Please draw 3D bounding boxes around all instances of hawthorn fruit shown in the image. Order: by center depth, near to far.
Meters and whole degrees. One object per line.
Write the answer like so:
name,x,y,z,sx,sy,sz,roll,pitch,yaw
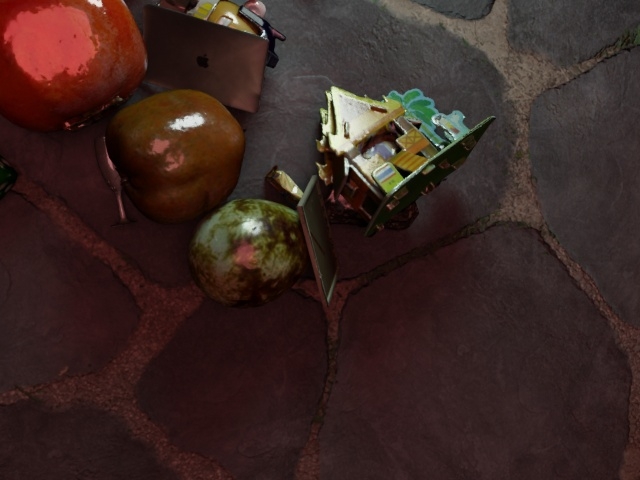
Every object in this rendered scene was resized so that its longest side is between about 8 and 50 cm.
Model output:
hawthorn fruit,-0.282,-0.187,1.426,0.301,0.268,0.268,-30,101,-19

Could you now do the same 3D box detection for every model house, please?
model house,0.156,-0.244,1.516,0.357,0.242,0.313,-36,80,-20

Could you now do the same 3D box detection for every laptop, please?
laptop,-0.247,-0.380,1.440,0.269,0.015,0.188,17,135,1

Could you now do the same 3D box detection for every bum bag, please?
bum bag,0.114,-0.078,1.618,0.248,0.069,0.102,2,130,-13

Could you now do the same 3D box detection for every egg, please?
egg,-0.147,0.026,1.491,0.289,0.238,0.238,-10,98,-29

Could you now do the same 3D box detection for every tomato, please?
tomato,-0.513,-0.367,1.343,0.325,0.293,0.290,-27,100,-3

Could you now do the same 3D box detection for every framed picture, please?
framed picture,0.000,0.000,1.525,0.016,0.184,0.250,-8,115,15

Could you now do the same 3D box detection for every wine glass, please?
wine glass,-0.453,-0.132,1.497,0.066,0.066,0.198,-12,99,-10

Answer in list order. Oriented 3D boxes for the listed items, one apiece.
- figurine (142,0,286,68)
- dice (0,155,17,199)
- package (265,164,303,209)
figurine,-0.216,-0.459,1.468,0.308,0.143,0.308,7,135,7
dice,-0.720,-0.132,1.409,0.128,0.120,0.131,43,85,-12
package,-0.076,-0.118,1.553,0.031,0.108,0.121,-45,103,-12
